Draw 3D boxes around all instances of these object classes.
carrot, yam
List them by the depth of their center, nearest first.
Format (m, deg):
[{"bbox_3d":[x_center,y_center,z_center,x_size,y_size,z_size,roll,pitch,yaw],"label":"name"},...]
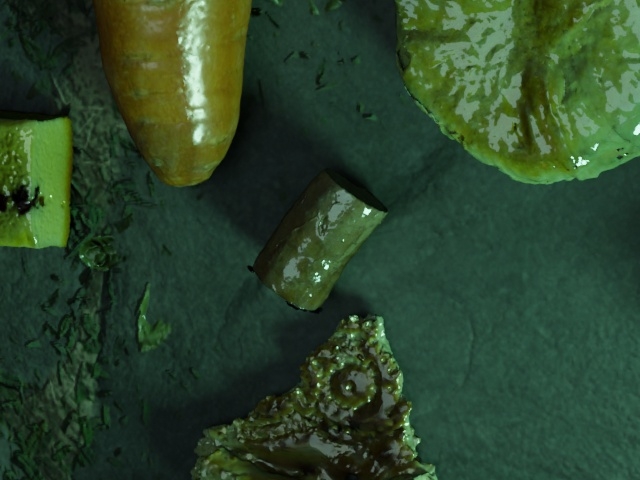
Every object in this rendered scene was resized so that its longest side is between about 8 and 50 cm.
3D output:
[{"bbox_3d":[-0.001,-0.001,1.501,0.084,0.084,0.127,40,107,14],"label":"yam"},{"bbox_3d":[-0.129,-0.163,1.511,0.159,0.159,0.225,1,109,24],"label":"carrot"}]

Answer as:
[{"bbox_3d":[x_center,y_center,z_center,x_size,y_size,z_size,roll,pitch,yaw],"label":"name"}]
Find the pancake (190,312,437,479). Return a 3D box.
[{"bbox_3d":[-0.005,0.181,1.537,0.266,0.057,0.244,17,103,22],"label":"pancake"}]

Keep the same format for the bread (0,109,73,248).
[{"bbox_3d":[-0.431,-0.074,1.682,0.361,0.077,0.138,5,98,24],"label":"bread"}]

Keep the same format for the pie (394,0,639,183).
[{"bbox_3d":[0.195,-0.195,1.389,0.306,0.071,0.306,4,99,27],"label":"pie"}]
